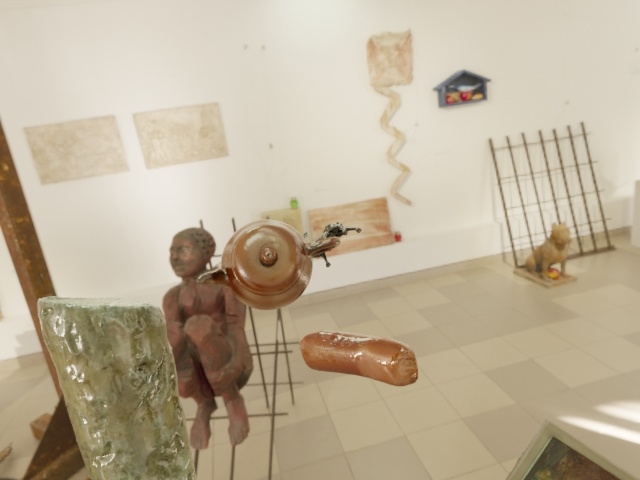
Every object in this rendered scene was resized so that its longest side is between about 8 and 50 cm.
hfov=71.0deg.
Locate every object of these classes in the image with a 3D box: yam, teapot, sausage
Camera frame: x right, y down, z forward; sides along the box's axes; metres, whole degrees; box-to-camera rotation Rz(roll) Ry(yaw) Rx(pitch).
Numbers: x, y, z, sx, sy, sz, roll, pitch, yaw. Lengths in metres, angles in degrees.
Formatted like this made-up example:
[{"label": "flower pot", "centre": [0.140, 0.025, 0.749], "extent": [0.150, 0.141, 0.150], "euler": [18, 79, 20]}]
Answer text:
[{"label": "yam", "centre": [-0.223, 0.210, 0.532], "extent": [0.133, 0.330, 0.133], "euler": [-15, 0, 0]}, {"label": "teapot", "centre": [-0.057, 0.024, 0.527], "extent": [0.173, 0.116, 0.116], "euler": [-16, 17, -12]}, {"label": "sausage", "centre": [0.075, 0.237, 0.935], "extent": [0.300, 0.089, 0.083], "euler": [-3, 1, 41]}]

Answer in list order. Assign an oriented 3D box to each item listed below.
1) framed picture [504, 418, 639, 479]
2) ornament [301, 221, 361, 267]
[{"label": "framed picture", "centre": [0.325, 0.400, 0.613], "extent": [0.184, 0.250, 0.016], "euler": [33, 6, 12]}, {"label": "ornament", "centre": [0.000, 0.000, 0.640], "extent": [0.073, 0.028, 0.125], "euler": [-48, 22, -16]}]
